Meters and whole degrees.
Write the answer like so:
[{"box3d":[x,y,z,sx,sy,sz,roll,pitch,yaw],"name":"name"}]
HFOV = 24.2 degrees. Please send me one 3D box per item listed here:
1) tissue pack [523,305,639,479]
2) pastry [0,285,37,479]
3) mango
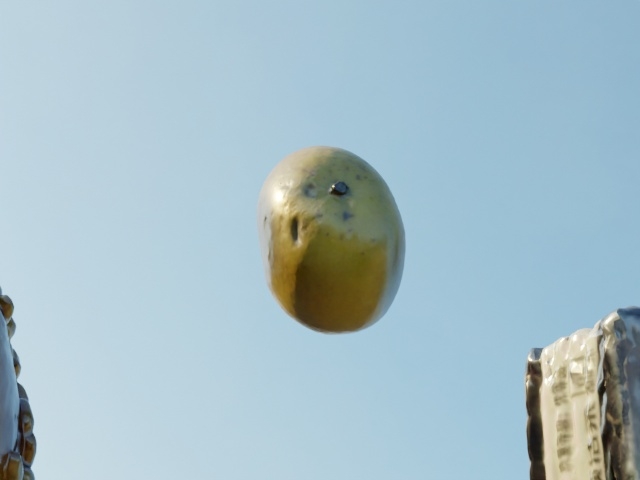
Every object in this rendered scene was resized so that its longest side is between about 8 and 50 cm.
[{"box3d":[0.232,0.216,0.677,0.259,0.361,0.122,5,-20,-24],"name":"tissue pack"},{"box3d":[-0.355,0.100,1.026,0.410,0.409,0.245,-1,5,42],"name":"pastry"},{"box3d":[0.000,0.000,1.093,0.098,0.137,0.195,-8,1,-14],"name":"mango"}]
